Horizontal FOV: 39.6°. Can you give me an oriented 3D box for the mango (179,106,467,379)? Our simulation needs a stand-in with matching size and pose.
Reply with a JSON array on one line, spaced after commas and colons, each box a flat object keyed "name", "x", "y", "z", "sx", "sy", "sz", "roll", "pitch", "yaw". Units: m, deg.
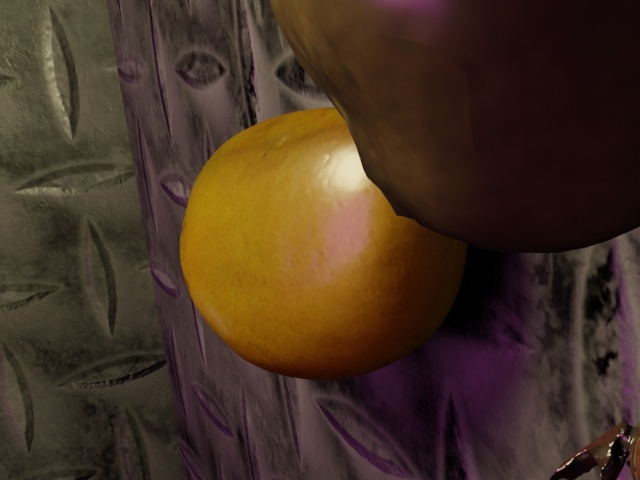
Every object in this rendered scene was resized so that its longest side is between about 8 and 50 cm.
[{"name": "mango", "x": 0.000, "y": 0.000, "z": 0.959, "sx": 0.446, "sy": 0.232, "sz": 0.300, "roll": -21, "pitch": 77, "yaw": 59}]

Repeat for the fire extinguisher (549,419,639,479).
[{"name": "fire extinguisher", "x": 0.254, "y": 0.165, "z": 0.608, "sx": 0.075, "sy": 0.106, "sz": 0.252, "roll": 61, "pitch": 159, "yaw": -13}]

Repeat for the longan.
[{"name": "longan", "x": 0.117, "y": -0.154, "z": 0.524, "sx": 0.319, "sy": 0.319, "sz": 0.319, "roll": 43, "pitch": 140, "yaw": 53}]
